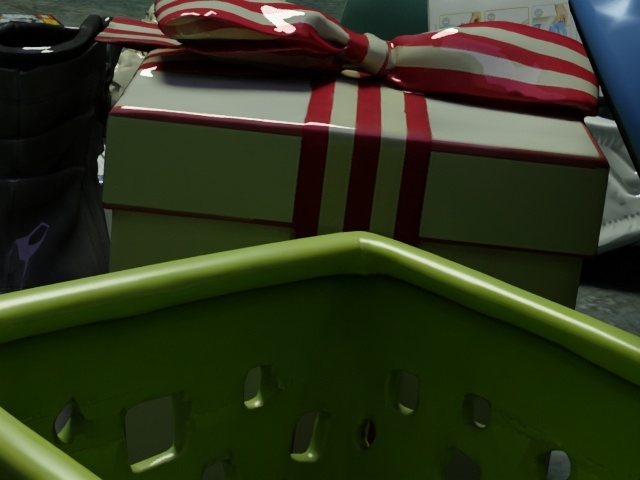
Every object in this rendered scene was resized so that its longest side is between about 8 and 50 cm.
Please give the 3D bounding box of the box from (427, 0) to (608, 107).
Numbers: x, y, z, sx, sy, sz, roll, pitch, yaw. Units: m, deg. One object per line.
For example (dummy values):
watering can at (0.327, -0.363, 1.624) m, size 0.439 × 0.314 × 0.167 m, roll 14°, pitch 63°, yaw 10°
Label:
box at (0.205, -0.164, 1.261) m, size 0.203 × 0.103 × 0.114 m, roll -2°, pitch 0°, yaw 27°

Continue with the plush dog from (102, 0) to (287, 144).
plush dog at (-0.102, -0.173, 1.443) m, size 0.262 × 0.210 × 0.225 m, roll 4°, pitch -8°, yaw -12°

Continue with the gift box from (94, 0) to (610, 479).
gift box at (0.000, 0.000, 0.805) m, size 0.255 × 0.258 × 0.276 m, roll 5°, pitch 20°, yaw -6°

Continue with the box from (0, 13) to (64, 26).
box at (-0.342, -0.238, 1.756) m, size 0.094 × 0.027 × 0.137 m, roll -1°, pitch 20°, yaw -24°

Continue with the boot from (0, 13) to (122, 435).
boot at (-0.169, -0.002, 0.811) m, size 0.118 × 0.222 × 0.338 m, roll 5°, pitch 19°, yaw -7°

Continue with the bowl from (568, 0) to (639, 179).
bowl at (0.211, 0.032, 0.651) m, size 0.077 × 0.391 × 0.391 m, roll -25°, pitch 13°, yaw 14°

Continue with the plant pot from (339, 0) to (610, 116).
plant pot at (0.187, -0.214, 1.479) m, size 0.235 × 0.293 × 0.293 m, roll 29°, pitch 25°, yaw 17°

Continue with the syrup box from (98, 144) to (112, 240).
syrup box at (-0.182, -0.010, 1.032) m, size 0.237 × 0.093 × 0.096 m, roll -1°, pitch 20°, yaw -21°

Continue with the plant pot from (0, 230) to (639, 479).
plant pot at (0.000, 0.136, 0.483) m, size 0.227 × 0.207 × 0.228 m, roll -12°, pitch 26°, yaw -41°

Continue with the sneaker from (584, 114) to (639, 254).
sneaker at (0.237, -0.046, 1.276) m, size 0.323 × 0.130 × 0.236 m, roll -3°, pitch -2°, yaw 14°

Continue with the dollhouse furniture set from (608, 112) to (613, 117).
dollhouse furniture set at (0.340, -0.240, 1.642) m, size 0.212 × 0.242 × 0.161 m, roll 10°, pitch 19°, yaw 13°
